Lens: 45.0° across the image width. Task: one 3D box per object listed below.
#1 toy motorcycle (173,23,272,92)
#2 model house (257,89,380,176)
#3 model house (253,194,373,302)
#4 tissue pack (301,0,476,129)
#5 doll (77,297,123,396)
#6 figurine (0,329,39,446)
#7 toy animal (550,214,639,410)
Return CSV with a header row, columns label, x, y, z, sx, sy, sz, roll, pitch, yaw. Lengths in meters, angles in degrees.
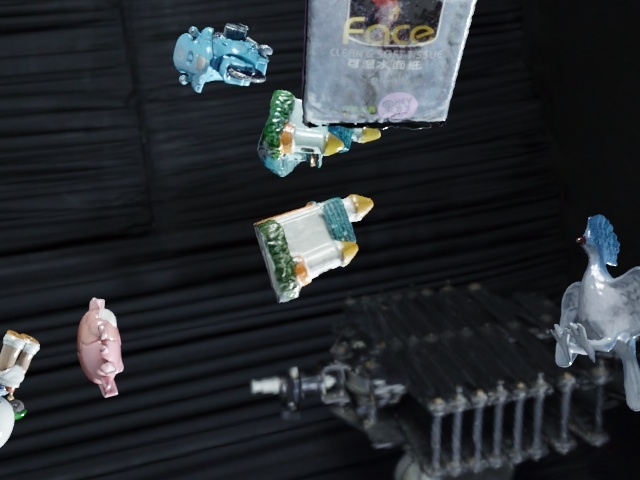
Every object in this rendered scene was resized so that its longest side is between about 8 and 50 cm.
label,x,y,z,sx,sy,sz,roll,pitch,yaw
toy motorcycle,-0.192,-0.363,1.534,0.272,0.182,0.124,-92,-162,-67
model house,0.006,-0.261,1.968,0.253,0.291,0.185,69,26,-77
model house,0.000,0.000,1.821,0.271,0.300,0.190,-167,-126,-83
tissue pack,0.100,-0.338,1.211,0.361,0.259,0.122,97,-8,-55
doll,-0.482,0.234,1.686,0.262,0.093,0.211,114,-37,-54
figurine,-0.469,0.220,1.086,0.147,0.093,0.197,35,70,-54
toy animal,0.408,0.101,1.075,0.255,0.176,0.239,61,-24,-5
